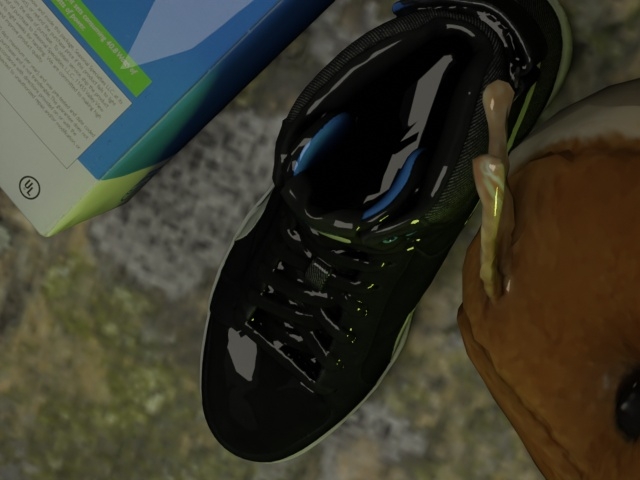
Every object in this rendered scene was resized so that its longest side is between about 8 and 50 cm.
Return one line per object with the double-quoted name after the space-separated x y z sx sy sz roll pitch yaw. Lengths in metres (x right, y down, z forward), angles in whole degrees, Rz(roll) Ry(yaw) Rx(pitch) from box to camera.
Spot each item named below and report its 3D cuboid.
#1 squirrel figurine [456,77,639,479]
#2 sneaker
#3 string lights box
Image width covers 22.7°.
0.220 -0.047 0.378 0.397 0.281 0.370 20 103 9 "squirrel figurine"
0.000 0.000 0.553 0.079 0.121 0.217 35 110 10 "sneaker"
-0.041 -0.136 0.562 0.260 0.077 0.133 -41 87 22 "string lights box"
